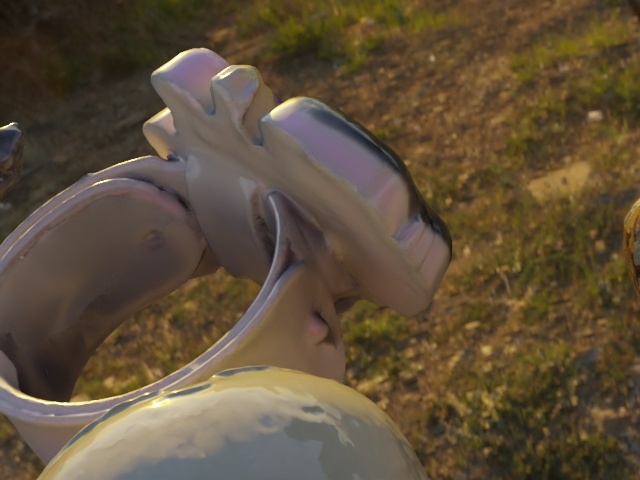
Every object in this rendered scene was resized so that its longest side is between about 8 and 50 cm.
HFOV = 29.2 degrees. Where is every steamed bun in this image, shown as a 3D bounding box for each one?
[{"bbox_3d":[-0.025,0.163,0.457,0.177,0.228,0.131,-13,38,-19],"label":"steamed bun"}]

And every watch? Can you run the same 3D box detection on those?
[{"bbox_3d":[-0.073,0.031,0.673,0.231,0.196,0.244,-44,43,-22],"label":"watch"}]

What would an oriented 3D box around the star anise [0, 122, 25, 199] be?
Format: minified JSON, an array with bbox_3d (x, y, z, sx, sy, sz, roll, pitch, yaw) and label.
[{"bbox_3d":[-0.409,-0.022,0.979,0.359,0.316,0.139,-13,75,-1],"label":"star anise"}]

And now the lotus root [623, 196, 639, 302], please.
[{"bbox_3d":[0.442,0.044,1.283,0.250,0.316,0.316,-29,41,21],"label":"lotus root"}]
